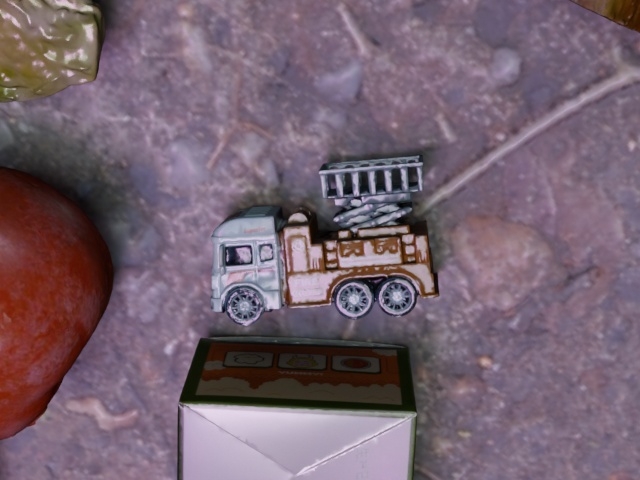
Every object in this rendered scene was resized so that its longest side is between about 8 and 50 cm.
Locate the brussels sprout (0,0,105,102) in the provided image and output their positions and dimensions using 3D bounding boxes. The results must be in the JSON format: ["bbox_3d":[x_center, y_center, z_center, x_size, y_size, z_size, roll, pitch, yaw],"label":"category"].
[{"bbox_3d":[-0.243,-0.173,0.891,0.181,0.100,0.139,17,116,-2],"label":"brussels sprout"}]

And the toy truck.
[{"bbox_3d":[0.000,0.000,0.927,0.177,0.080,0.115,-6,100,5],"label":"toy truck"}]

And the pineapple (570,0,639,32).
[{"bbox_3d":[0.194,-0.196,0.799,0.236,0.186,0.115,14,108,-6],"label":"pineapple"}]

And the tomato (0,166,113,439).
[{"bbox_3d":[-0.262,0.043,0.893,0.184,0.208,0.208,30,106,-7],"label":"tomato"}]

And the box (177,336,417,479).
[{"bbox_3d":[-0.019,0.191,0.946,0.177,0.148,0.195,2,106,0],"label":"box"}]
